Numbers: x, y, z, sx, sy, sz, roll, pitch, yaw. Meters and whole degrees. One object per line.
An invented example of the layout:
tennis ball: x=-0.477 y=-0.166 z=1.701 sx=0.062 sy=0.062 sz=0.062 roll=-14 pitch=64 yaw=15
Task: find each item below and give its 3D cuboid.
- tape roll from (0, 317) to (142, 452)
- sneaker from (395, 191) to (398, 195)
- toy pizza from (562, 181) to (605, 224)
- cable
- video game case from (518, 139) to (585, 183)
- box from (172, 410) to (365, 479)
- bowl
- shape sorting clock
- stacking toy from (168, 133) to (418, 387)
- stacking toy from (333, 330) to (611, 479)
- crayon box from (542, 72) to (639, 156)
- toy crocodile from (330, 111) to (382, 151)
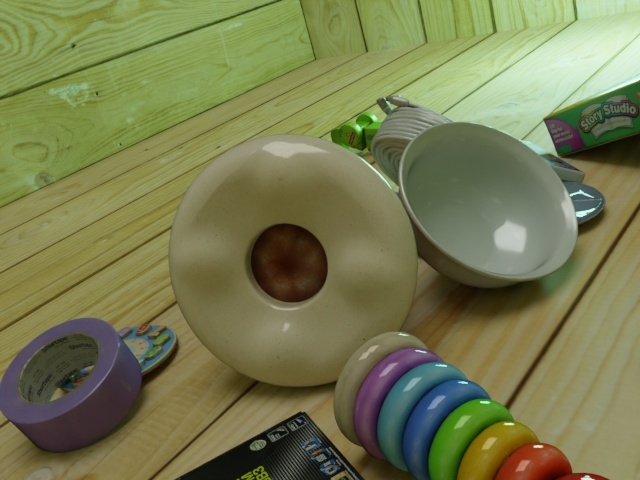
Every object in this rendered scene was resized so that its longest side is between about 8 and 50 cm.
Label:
tape roll: x=-0.369 y=0.211 z=0.987 sx=0.188 sy=0.080 sz=0.189 roll=-11 pitch=41 yaw=10
sneaker: x=0.183 y=-0.042 z=1.250 sx=0.111 sy=0.103 sz=0.252 roll=-23 pitch=30 yaw=-25
toy pizza: x=0.406 y=-0.054 z=1.199 sx=0.201 sy=0.032 sz=0.201 roll=-13 pitch=23 yaw=6
cable: x=0.217 y=-0.145 z=1.255 sx=0.257 sy=0.257 sz=0.089 roll=27 pitch=74 yaw=36
video game case: x=0.395 y=-0.183 z=1.376 sx=0.204 sy=0.025 sz=0.285 roll=11 pitch=18 yaw=-6
box: x=-0.055 y=0.284 z=0.719 sx=0.184 sy=0.045 sz=0.190 roll=-22 pitch=23 yaw=-19
bowl: x=0.242 y=-0.036 z=1.059 sx=0.297 sy=0.298 sz=0.134 roll=-31 pitch=-17 yaw=-32
shape sorting clock: x=-0.343 y=0.194 z=1.122 sx=0.206 sy=0.040 sz=0.206 roll=-14 pitch=23 yaw=6
stacking toy: x=0.000 y=0.000 z=1.093 sx=0.350 sy=0.351 sz=0.480 roll=-10 pitch=7 yaw=15
stacking toy: x=0.158 y=0.210 z=0.646 sx=0.141 sy=0.141 sz=0.330 roll=-28 pitch=29 yaw=-25
crayon box: x=0.693 y=-0.300 z=1.338 sx=0.313 sy=0.106 sz=0.363 roll=-26 pitch=4 yaw=-19
toy crocodile: x=0.167 y=-0.286 z=1.823 sx=0.340 sy=0.105 sz=0.115 roll=8 pitch=32 yaw=36
